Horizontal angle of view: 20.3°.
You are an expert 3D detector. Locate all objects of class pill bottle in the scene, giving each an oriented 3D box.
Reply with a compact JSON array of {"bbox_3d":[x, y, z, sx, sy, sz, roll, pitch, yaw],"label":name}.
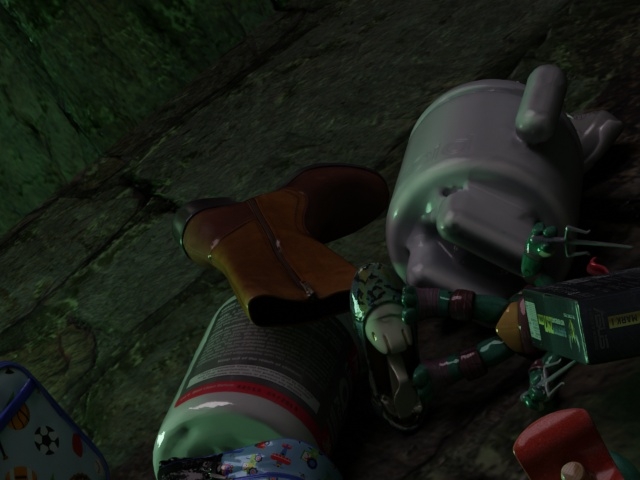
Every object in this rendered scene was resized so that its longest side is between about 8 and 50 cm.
[{"bbox_3d":[-0.054,0.156,1.905,0.176,0.176,0.318,-28,21,26],"label":"pill bottle"}]

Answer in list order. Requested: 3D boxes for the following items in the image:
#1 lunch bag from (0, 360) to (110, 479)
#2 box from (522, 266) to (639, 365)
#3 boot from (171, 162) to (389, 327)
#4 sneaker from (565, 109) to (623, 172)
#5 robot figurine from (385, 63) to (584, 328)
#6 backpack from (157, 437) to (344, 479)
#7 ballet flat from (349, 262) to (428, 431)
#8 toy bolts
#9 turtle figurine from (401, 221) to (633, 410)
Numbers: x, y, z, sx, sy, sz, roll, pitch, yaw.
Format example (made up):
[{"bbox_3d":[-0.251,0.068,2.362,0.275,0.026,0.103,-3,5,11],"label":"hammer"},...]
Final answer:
[{"bbox_3d":[-0.400,0.300,2.080,0.115,0.243,0.303,-21,23,41],"label":"lunch bag"},{"bbox_3d":[0.285,0.056,1.525,0.183,0.059,0.233,-11,2,-5],"label":"box"},{"bbox_3d":[0.000,0.000,1.915,0.264,0.096,0.280,-5,19,-23],"label":"boot"},{"bbox_3d":[0.238,-0.118,2.139,0.281,0.115,0.105,-12,30,52],"label":"sneaker"},{"bbox_3d":[0.182,-0.049,1.937,0.300,0.200,0.353,-57,6,29],"label":"robot figurine"},{"bbox_3d":[-0.058,0.270,1.689,0.173,0.158,0.117,-17,32,18],"label":"backpack"},{"bbox_3d":[0.075,0.112,1.794,0.070,0.188,0.070,-11,30,7],"label":"ballet flat"},{"bbox_3d":[0.279,0.193,1.358,0.229,0.158,0.218,-24,60,7],"label":"toy bolts"},{"bbox_3d":[0.201,0.083,1.726,0.234,0.175,0.118,-11,-18,22],"label":"turtle figurine"}]
